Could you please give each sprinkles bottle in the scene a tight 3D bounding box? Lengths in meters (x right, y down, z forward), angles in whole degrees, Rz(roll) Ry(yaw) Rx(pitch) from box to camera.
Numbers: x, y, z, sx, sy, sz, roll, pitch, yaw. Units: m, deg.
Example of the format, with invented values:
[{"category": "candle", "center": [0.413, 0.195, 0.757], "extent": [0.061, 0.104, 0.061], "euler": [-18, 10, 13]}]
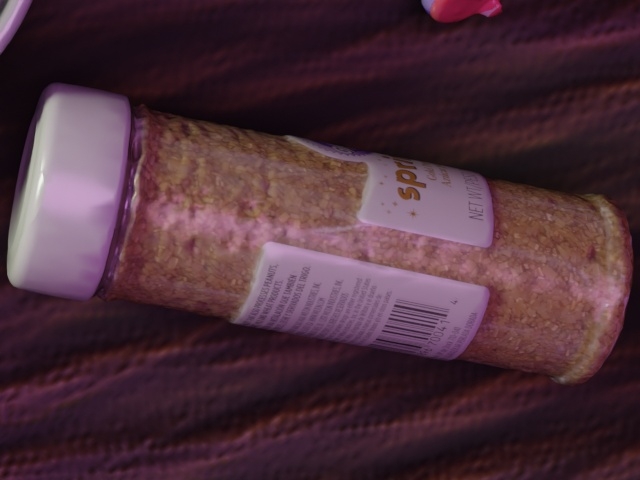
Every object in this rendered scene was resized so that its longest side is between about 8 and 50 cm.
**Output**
[{"category": "sprinkles bottle", "center": [0.000, 0.000, 1.143], "extent": [0.355, 0.121, 0.121], "euler": [11, 95, -14]}]

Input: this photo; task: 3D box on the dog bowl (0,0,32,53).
[{"category": "dog bowl", "center": [-0.282, -0.186, 1.068], "extent": [0.265, 0.104, 0.265], "euler": [-1, 97, -11]}]

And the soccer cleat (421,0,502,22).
[{"category": "soccer cleat", "center": [0.139, -0.236, 1.175], "extent": [0.248, 0.083, 0.095], "euler": [-46, 74, 2]}]
